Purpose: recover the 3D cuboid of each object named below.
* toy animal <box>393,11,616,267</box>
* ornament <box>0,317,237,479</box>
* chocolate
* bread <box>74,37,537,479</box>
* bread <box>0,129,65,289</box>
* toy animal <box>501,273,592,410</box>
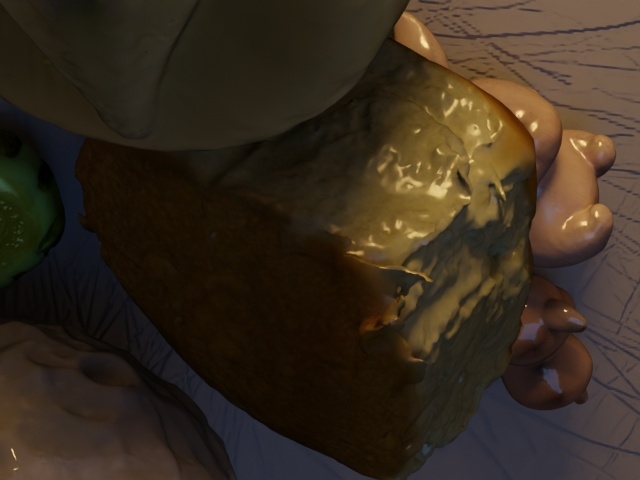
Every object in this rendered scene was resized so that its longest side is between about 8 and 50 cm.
[{"bbox_3d":[0.111,-0.062,1.235,0.124,0.124,0.212,-47,128,13],"label":"toy animal"},{"bbox_3d":[-0.198,0.214,1.158,0.337,0.337,0.337,-9,124,-14],"label":"ornament"},{"bbox_3d":[-0.071,-0.187,0.923,0.314,0.297,0.326,-22,135,38],"label":"chocolate"},{"bbox_3d":[0.000,0.000,1.125,0.225,0.250,0.279,-53,157,-33],"label":"bread"},{"bbox_3d":[-0.238,-0.021,1.165,0.139,0.071,0.130,-25,123,0],"label":"bread"},{"bbox_3d":[0.163,0.078,1.365,0.083,0.089,0.150,-37,135,2],"label":"toy animal"}]
